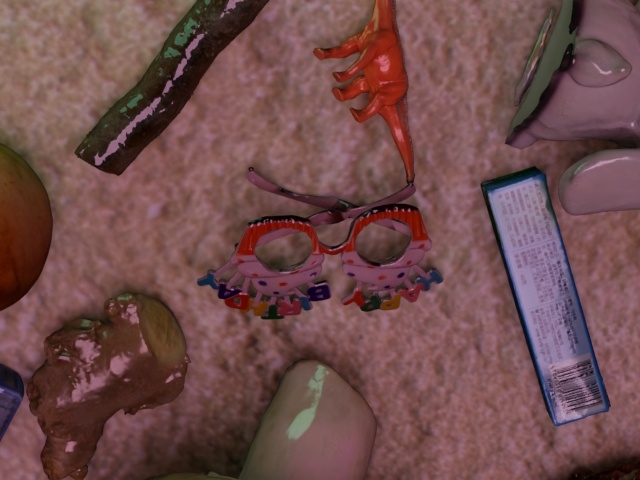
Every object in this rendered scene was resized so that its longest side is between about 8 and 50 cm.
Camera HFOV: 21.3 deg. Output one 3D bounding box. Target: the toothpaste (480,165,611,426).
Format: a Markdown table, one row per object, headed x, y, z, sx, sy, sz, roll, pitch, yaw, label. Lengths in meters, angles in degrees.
| x | y | z | sx | sy | sz | roll | pitch | yaw | label |
| --- | --- | --- | --- | --- | --- | --- | --- | --- | --- |
| 0.234 | 0.059 | 1.764 | 0.065 | 0.050 | 0.266 | -17 | 103 | 2 | toothpaste |

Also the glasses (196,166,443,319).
| x | y | z | sx | sy | sz | roll | pitch | yaw | label |
| --- | --- | --- | --- | --- | --- | --- | --- | --- | --- |
| 0.000 | 0.009 | 1.740 | 0.255 | 0.095 | 0.162 | -2 | 131 | -4 | glasses |

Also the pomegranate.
| x | y | z | sx | sy | sz | roll | pitch | yaw | label |
| --- | --- | --- | --- | --- | --- | --- | --- | --- | --- |
| -0.356 | -0.014 | 1.655 | 0.191 | 0.191 | 0.191 | -1 | 103 | -3 | pomegranate |

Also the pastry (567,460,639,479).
| x | y | z | sx | sy | sz | roll | pitch | yaw | label |
| --- | --- | --- | --- | --- | --- | --- | --- | --- | --- |
| 0.313 | 0.287 | 1.796 | 0.209 | 0.097 | 0.115 | -18 | 107 | -1 | pastry |

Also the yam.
| x | y | z | sx | sy | sz | roll | pitch | yaw | label |
| --- | --- | --- | --- | --- | --- | --- | --- | --- | --- |
| -0.145 | -0.165 | 1.689 | 0.061 | 0.061 | 0.253 | 39 | 99 | -11 | yam |

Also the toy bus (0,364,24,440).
| x | y | z | sx | sy | sz | roll | pitch | yaw | label |
| --- | --- | --- | --- | --- | --- | --- | --- | --- | --- |
| -0.390 | 0.231 | 1.758 | 0.094 | 0.079 | 0.236 | 26 | 101 | -10 | toy bus |

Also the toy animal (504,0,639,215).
| x | y | z | sx | sy | sz | roll | pitch | yaw | label |
| --- | --- | --- | --- | --- | --- | --- | --- | --- | --- |
| 0.331 | -0.150 | 1.658 | 0.289 | 0.174 | 0.249 | -1 | 104 | -2 | toy animal |

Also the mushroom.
| x | y | z | sx | sy | sz | roll | pitch | yaw | label |
| --- | --- | --- | --- | --- | --- | --- | --- | --- | --- |
| -0.044 | 0.336 | 1.687 | 0.353 | 0.353 | 0.325 | -37 | 87 | 6 | mushroom |

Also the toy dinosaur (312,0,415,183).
| x | y | z | sx | sy | sz | roll | pitch | yaw | label |
| --- | --- | --- | --- | --- | --- | --- | --- | --- | --- |
| 0.046 | -0.190 | 1.693 | 0.101 | 0.055 | 0.279 | -26 | 110 | -22 | toy dinosaur |

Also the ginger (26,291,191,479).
| x | y | z | sx | sy | sz | roll | pitch | yaw | label |
| --- | --- | --- | --- | --- | --- | --- | --- | --- | --- |
| -0.234 | 0.147 | 1.753 | 0.213 | 0.074 | 0.137 | -42 | 102 | 13 | ginger |
